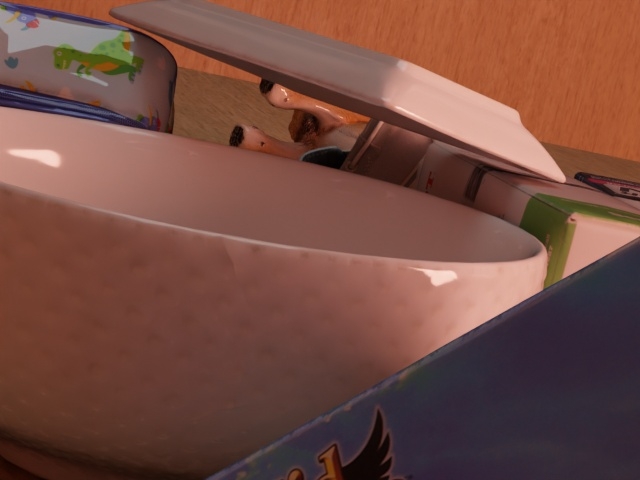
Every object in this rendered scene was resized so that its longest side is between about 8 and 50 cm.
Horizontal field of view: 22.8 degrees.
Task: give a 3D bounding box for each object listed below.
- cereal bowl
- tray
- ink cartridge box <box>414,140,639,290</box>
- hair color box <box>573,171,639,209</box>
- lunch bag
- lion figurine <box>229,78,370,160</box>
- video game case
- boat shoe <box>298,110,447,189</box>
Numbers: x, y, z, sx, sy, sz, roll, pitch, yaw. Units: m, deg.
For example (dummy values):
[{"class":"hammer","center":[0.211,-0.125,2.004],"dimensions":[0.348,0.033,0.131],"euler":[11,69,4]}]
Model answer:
[{"class":"cereal bowl","center":[-0.070,0.033,0.748],"dimensions":[0.338,0.141,0.339],"euler":[11,9,-2]},{"class":"tray","center":[0.005,-0.095,0.895],"dimensions":[0.145,0.030,0.270],"euler":[17,5,-41]},{"class":"ink cartridge box","center":[0.113,0.045,0.877],"dimensions":[0.092,0.160,0.219],"euler":[11,11,-16]},{"class":"hair color box","center":[0.334,0.029,1.413],"dimensions":[0.173,0.105,0.347],"euler":[12,11,-7]},{"class":"lunch bag","center":[-0.184,-0.056,0.998],"dimensions":[0.176,0.090,0.219],"euler":[12,-28,-4]},{"class":"lion figurine","center":[0.063,-0.083,1.692],"dimensions":[0.240,0.142,0.392],"euler":[16,21,-34]},{"class":"video game case","center":[0.070,0.068,0.504],"dimensions":[0.269,0.061,0.244],"euler":[-32,-16,29]},{"class":"boat shoe","center":[0.020,-0.033,1.048],"dimensions":[0.081,0.227,0.079],"euler":[39,43,-3]}]
